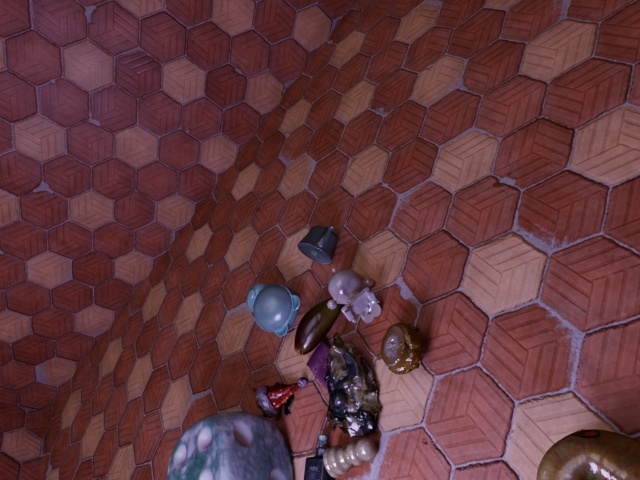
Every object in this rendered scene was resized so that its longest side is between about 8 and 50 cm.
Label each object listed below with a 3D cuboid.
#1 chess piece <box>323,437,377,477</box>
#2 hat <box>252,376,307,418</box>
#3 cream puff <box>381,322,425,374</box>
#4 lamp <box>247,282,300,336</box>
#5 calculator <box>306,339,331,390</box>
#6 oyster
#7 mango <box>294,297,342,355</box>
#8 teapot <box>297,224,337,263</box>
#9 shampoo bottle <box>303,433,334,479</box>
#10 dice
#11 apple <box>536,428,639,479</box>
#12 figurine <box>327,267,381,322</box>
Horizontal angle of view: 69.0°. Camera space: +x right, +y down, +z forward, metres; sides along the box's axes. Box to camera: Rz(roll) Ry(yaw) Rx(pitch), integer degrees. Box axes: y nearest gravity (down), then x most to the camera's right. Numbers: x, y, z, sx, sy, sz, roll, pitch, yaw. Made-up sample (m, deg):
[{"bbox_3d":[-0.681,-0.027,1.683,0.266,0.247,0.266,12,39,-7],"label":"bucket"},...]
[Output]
[{"bbox_3d":[0.102,0.678,1.476,0.171,0.094,0.094,-31,44,19],"label":"chess piece"},{"bbox_3d":[-0.150,0.589,1.815,0.227,0.128,0.140,-31,25,6],"label":"hat"},{"bbox_3d":[0.269,0.346,1.493,0.165,0.115,0.150,-64,30,6],"label":"cream puff"},{"bbox_3d":[-0.215,0.284,2.045,0.284,0.147,0.209,25,86,53],"label":"lamp"},{"bbox_3d":[0.025,0.468,1.746,0.126,0.034,0.190,-55,38,1],"label":"calculator"},{"bbox_3d":[0.097,0.482,1.594,0.221,0.096,0.360,-16,60,29],"label":"oyster"},{"bbox_3d":[-0.017,0.327,1.828,0.267,0.111,0.133,-52,11,-6],"label":"mango"},{"bbox_3d":[0.000,0.000,2.021,0.149,0.162,0.239,-63,7,-21],"label":"teapot"},{"bbox_3d":[-0.008,0.798,1.516,0.098,0.071,0.309,-21,50,39],"label":"shampoo bottle"},{"bbox_3d":[-0.313,0.827,1.622,0.328,0.330,0.348,-40,39,22],"label":"dice"},{"bbox_3d":[0.590,0.516,0.956,0.261,0.194,0.260,-25,50,33],"label":"apple"},{"bbox_3d":[0.106,0.197,1.756,0.181,0.145,0.257,-55,36,5],"label":"figurine"}]
